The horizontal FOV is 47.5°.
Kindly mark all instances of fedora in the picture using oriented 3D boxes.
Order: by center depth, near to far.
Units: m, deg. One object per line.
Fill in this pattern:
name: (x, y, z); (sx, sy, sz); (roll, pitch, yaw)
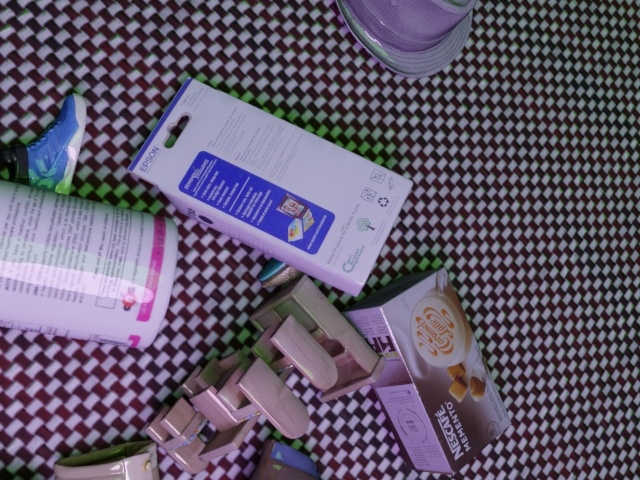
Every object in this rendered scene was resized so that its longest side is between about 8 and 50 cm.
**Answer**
fedora: (0.144, -0.392, 1.072); (0.244, 0.124, 0.275); (-37, 98, -21)

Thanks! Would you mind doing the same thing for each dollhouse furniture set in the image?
dollhouse furniture set: (-0.048, 0.185, 0.891); (0.161, 0.212, 0.242); (49, 43, -9)

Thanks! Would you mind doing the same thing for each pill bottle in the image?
pill bottle: (-0.317, 0.022, 0.820); (0.283, 0.160, 0.160); (13, 80, -21)

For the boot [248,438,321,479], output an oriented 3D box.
boot: (-0.008, 0.335, 0.945); (0.219, 0.082, 0.106); (32, 61, -38)

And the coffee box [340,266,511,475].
coffee box: (0.148, 0.180, 1.014); (0.141, 0.098, 0.246); (-25, 94, -35)

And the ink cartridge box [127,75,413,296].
ink cartridge box: (-0.063, -0.072, 0.948); (0.333, 0.065, 0.165); (27, 70, 3)

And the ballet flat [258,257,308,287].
ballet flat: (0.000, 0.000, 1.004); (0.067, 0.073, 0.206); (46, 72, -22)

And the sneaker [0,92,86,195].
sneaker: (-0.339, -0.114, 0.880); (0.085, 0.058, 0.152); (14, 86, -29)

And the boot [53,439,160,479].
boot: (-0.185, 0.344, 0.874); (0.262, 0.095, 0.203); (-2, 85, -13)
